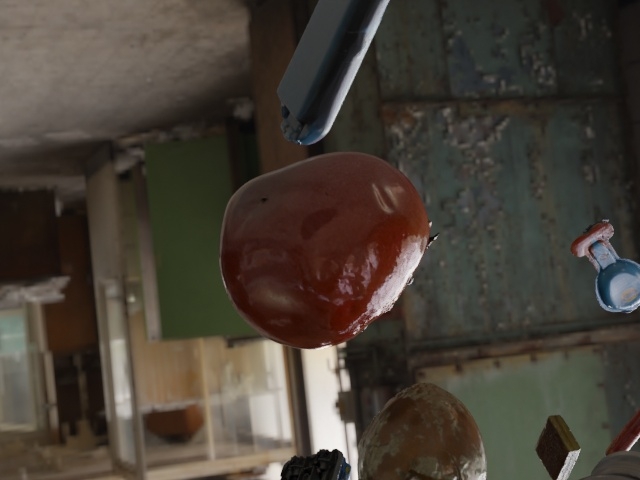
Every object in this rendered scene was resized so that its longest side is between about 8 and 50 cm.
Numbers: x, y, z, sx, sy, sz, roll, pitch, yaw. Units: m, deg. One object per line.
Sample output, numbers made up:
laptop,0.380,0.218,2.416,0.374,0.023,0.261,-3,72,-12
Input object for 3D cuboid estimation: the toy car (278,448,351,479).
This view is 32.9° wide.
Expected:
toy car,-0.005,0.470,2.076,0.100,0.097,0.191,36,143,-23

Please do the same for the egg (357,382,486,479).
egg,0.148,0.325,1.576,0.194,0.233,0.195,13,179,0

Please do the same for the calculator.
calculator,0.020,-0.260,1.385,0.051,0.293,0.173,21,-164,-19

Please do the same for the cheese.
cheese,0.537,0.054,1.998,0.106,0.037,0.256,-35,127,9

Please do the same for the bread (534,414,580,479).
bread,0.449,0.394,2.059,0.035,0.094,0.090,-5,-140,-21

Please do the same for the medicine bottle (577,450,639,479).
medicine bottle,0.274,0.294,1.019,0.135,0.135,0.215,-8,-160,33

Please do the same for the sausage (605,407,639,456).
sausage,0.566,0.364,2.002,0.034,0.129,0.034,29,-160,-12

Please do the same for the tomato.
tomato,0.000,0.000,1.709,0.341,0.273,0.341,-36,-156,19
